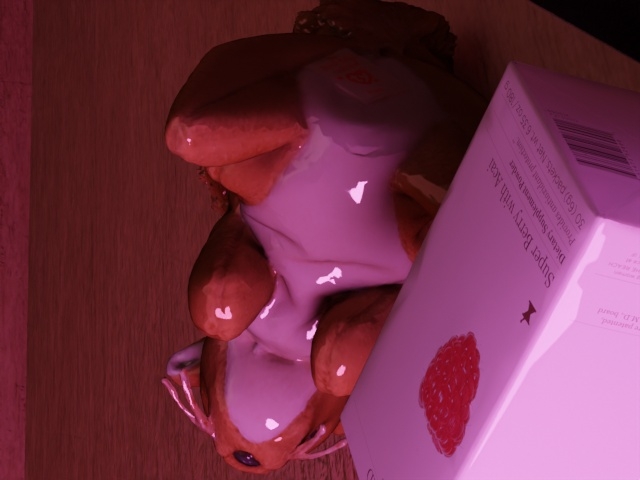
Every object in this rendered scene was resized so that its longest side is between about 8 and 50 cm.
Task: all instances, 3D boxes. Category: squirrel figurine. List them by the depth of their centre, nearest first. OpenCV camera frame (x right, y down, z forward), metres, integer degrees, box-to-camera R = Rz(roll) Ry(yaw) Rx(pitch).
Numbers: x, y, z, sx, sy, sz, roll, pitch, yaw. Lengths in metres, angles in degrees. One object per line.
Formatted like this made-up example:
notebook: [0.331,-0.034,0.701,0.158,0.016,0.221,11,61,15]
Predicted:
squirrel figurine: [0.000,0.000,1.490,0.397,0.281,0.370,-83,5,-54]

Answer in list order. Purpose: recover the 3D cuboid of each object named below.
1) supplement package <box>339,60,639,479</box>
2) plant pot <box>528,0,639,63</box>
supplement package: [0.155,0.070,1.071,0.177,0.175,0.293,-109,36,-53]
plant pot: [0.187,-0.251,1.183,0.167,0.187,0.188,-56,27,18]
